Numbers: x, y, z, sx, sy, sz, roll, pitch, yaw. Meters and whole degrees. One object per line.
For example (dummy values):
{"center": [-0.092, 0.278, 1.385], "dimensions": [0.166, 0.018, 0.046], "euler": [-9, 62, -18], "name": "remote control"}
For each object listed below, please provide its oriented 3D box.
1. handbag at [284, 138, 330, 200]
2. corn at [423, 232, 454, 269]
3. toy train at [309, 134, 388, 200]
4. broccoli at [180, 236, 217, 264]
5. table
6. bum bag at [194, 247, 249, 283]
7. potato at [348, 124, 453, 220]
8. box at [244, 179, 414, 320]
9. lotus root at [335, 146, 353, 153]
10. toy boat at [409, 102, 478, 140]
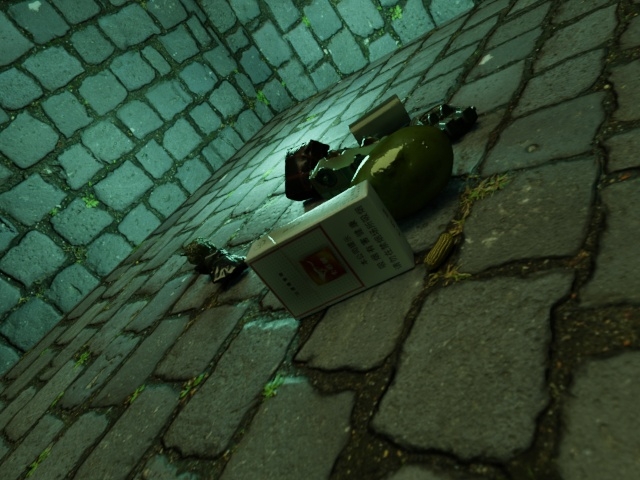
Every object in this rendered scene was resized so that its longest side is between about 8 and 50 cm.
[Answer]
{"center": [-0.046, -0.265, 1.729], "dimensions": [0.169, 0.155, 0.215], "euler": [-7, 80, 51], "name": "handbag"}
{"center": [0.251, 0.024, 0.957], "dimensions": [0.092, 0.037, 0.037], "euler": [-46, 24, -23], "name": "corn"}
{"center": [0.109, -0.229, 1.490], "dimensions": [0.326, 0.159, 0.129], "euler": [-12, 36, 39], "name": "toy train"}
{"center": [-0.513, 0.048, 1.927], "dimensions": [0.120, 0.130, 0.131], "euler": [106, -172, -66], "name": "broccoli"}
{"center": [0.232, -0.462, 1.786], "dimensions": [0.220, 0.126, 0.126], "euler": [-32, 23, 12], "name": "table"}
{"center": [-0.374, 0.088, 1.666], "dimensions": [0.144, 0.095, 0.340], "euler": [-30, 20, -22], "name": "bum bag"}
{"center": [0.205, -0.164, 1.169], "dimensions": [0.304, 0.216, 0.216], "euler": [-47, 23, 2], "name": "potato"}
{"center": [0.020, 0.033, 1.050], "dimensions": [0.330, 0.210, 0.095], "euler": [-27, 24, 22], "name": "box"}
{"center": [0.094, -0.313, 1.757], "dimensions": [0.113, 0.088, 0.192], "euler": [-14, 28, 13], "name": "lotus root"}
{"center": [0.381, -0.394, 1.487], "dimensions": [0.141, 0.092, 0.319], "euler": [-36, 22, -2], "name": "toy boat"}
